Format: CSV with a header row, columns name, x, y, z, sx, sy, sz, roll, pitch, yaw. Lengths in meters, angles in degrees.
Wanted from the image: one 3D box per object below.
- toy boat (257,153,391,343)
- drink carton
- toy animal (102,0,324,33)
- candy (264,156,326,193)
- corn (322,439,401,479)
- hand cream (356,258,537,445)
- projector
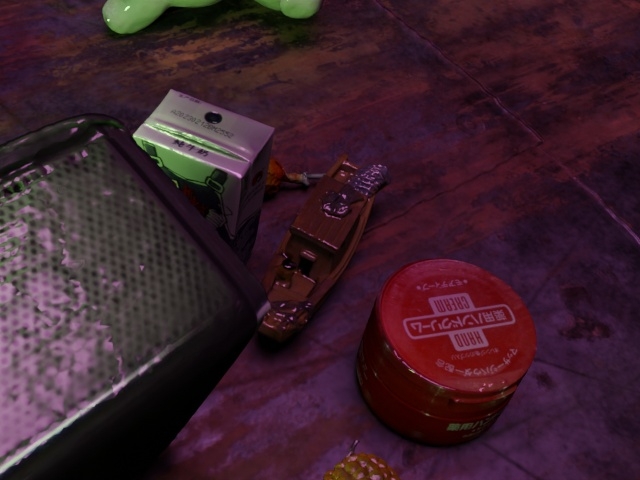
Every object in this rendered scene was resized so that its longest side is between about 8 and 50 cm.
name,x,y,z,sx,sy,sz,roll,pitch,yaw
toy boat,0.000,0.000,1.119,0.089,0.121,0.321,27,48,4
drink carton,-0.143,-0.053,1.060,0.134,0.222,0.102,23,48,8
toy animal,-0.164,-0.436,1.416,0.367,0.196,0.241,-11,54,-25
candy,-0.020,-0.091,1.246,0.201,0.060,0.060,-1,49,-26
corn,0.088,0.333,0.863,0.101,0.101,0.310,-19,58,-27
hand cream,0.141,0.128,1.035,0.193,0.125,0.193,6,49,-7
projector,-0.296,0.143,0.715,0.405,0.395,0.242,-36,81,-34
